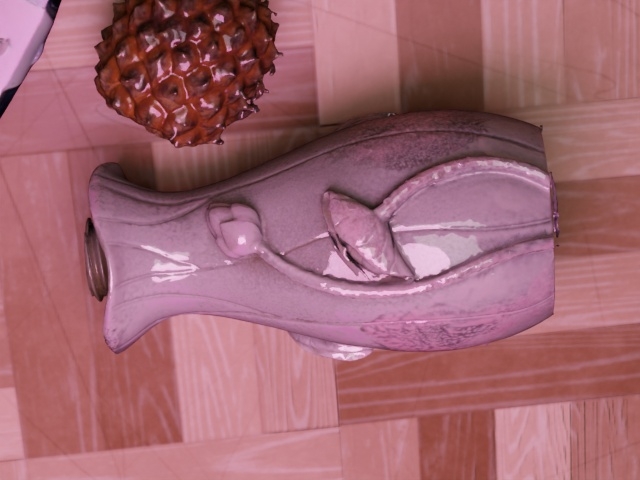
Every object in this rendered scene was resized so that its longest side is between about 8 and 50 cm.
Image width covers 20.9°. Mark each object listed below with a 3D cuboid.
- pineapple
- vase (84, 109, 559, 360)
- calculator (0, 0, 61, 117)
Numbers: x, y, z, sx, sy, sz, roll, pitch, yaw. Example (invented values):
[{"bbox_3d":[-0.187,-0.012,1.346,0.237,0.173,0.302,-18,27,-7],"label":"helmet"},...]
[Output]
[{"bbox_3d":[-0.114,-0.185,1.607,0.166,0.166,0.193,28,102,-15],"label":"pineapple"},{"bbox_3d":[0.000,0.000,1.647,0.445,0.250,0.250,-5,111,2],"label":"vase"},{"bbox_3d":[-0.342,-0.210,1.627,0.173,0.051,0.293,27,105,-14],"label":"calculator"}]
